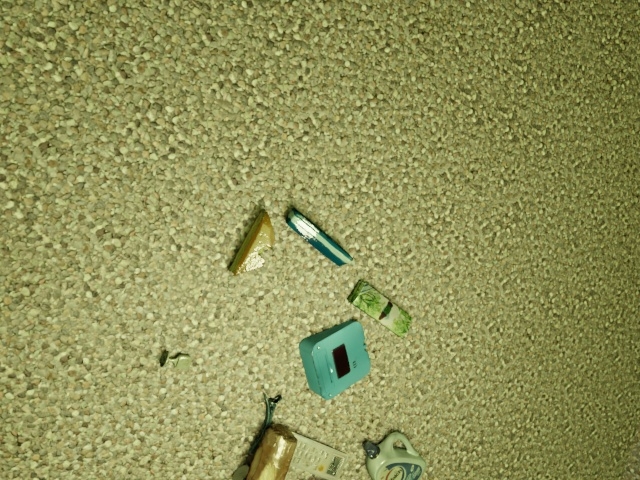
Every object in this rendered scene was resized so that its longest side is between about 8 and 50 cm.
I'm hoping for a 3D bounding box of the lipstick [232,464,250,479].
[{"bbox_3d":[-0.226,0.932,1.631,0.070,0.070,0.255,-32,108,-14],"label":"lipstick"}]

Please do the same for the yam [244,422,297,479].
[{"bbox_3d":[-0.169,0.770,1.553,0.129,0.128,0.239,33,72,-32],"label":"yam"}]

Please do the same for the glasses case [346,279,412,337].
[{"bbox_3d":[0.232,0.264,1.719,0.272,0.062,0.095,36,84,-22],"label":"glasses case"}]

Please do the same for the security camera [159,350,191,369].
[{"bbox_3d":[-0.471,0.395,1.473,0.092,0.058,0.058,26,88,-35],"label":"security camera"}]

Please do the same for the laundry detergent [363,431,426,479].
[{"bbox_3d":[0.281,0.883,1.809,0.215,0.105,0.281,-44,109,-10],"label":"laundry detergent"}]

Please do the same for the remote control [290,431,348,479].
[{"bbox_3d":[-0.037,0.813,1.701,0.312,0.055,0.110,34,74,-26],"label":"remote control"}]

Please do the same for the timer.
[{"bbox_3d":[0.062,0.439,1.687,0.249,0.091,0.232,-20,104,-30],"label":"timer"}]

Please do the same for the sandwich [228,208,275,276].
[{"bbox_3d":[-0.208,0.020,1.493,0.088,0.090,0.245,30,87,-20],"label":"sandwich"}]

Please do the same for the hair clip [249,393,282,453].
[{"bbox_3d":[-0.203,0.664,1.619,0.070,0.039,0.230,16,93,-24],"label":"hair clip"}]

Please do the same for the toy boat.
[{"bbox_3d":[0.000,0.000,1.573,0.299,0.096,0.062,39,94,-24],"label":"toy boat"}]
